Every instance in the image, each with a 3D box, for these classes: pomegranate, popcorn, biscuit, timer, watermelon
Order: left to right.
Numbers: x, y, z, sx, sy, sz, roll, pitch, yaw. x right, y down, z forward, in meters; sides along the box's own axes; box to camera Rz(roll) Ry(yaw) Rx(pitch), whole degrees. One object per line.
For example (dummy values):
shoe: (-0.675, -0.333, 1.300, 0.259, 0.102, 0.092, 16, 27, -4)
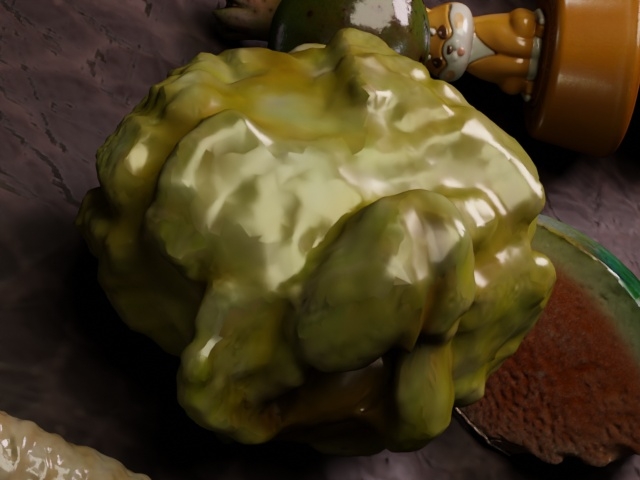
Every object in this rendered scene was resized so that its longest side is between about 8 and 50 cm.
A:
biscuit: (-0.140, 0.109, 0.735, 0.219, 0.055, 0.061, 26, 40, -17)
pomegranate: (0.000, -0.128, 0.995, 0.142, 0.114, 0.114, 22, 41, 16)
popcorn: (0.000, 0.000, 0.834, 0.256, 0.195, 0.255, 24, 36, -19)
timer: (0.132, -0.130, 1.092, 0.152, 0.132, 0.132, 7, 50, -3)
watermelon: (0.147, 0.042, 0.969, 0.231, 0.128, 0.146, 52, 26, 14)
